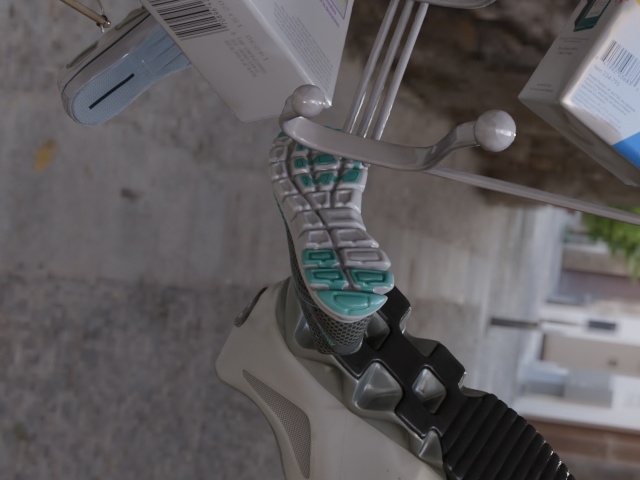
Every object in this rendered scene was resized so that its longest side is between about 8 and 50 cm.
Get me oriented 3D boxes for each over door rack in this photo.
[{"bbox_3d":[0.167,-0.124,0.850,0.108,0.324,0.239,88,22,-70],"label":"over door rack"}]

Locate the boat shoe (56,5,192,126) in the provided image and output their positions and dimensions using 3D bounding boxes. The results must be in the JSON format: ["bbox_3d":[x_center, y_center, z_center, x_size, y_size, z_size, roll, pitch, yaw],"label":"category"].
[{"bbox_3d":[-0.172,-0.207,1.564,0.076,0.226,0.083,53,-7,42],"label":"boat shoe"}]

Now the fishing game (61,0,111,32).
[{"bbox_3d":[-0.178,-0.315,1.267,0.189,0.041,0.264,29,68,-61],"label":"fishing game"}]

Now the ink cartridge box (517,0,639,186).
[{"bbox_3d":[0.286,-0.172,1.271,0.231,0.134,0.078,-56,-160,-5],"label":"ink cartridge box"}]

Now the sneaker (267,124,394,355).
[{"bbox_3d":[0.000,0.000,0.938,0.076,0.065,0.166,99,-12,-46],"label":"sneaker"}]

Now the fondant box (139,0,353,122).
[{"bbox_3d":[-0.056,-0.304,1.342,0.238,0.096,0.330,50,43,-44],"label":"fondant box"}]

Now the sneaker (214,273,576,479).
[{"bbox_3d":[0.061,0.163,1.054,0.146,0.330,0.122,-40,180,38],"label":"sneaker"}]
